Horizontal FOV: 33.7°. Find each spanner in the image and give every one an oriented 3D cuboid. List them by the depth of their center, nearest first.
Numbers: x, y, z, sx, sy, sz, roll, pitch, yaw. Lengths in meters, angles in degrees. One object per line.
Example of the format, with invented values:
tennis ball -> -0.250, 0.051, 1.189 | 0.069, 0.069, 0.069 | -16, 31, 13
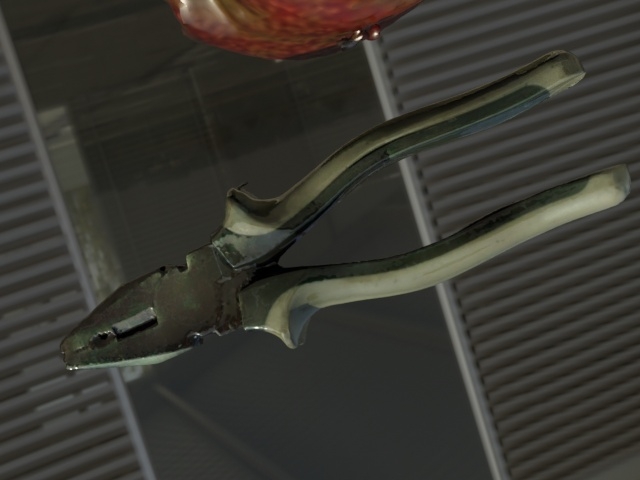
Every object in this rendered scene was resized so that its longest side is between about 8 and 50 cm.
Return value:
spanner -> 0.000, 0.000, 0.571 | 0.324, 0.096, 0.040 | -24, 176, 11

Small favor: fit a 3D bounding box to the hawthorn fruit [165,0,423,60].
hawthorn fruit -> -0.005, -0.290, 0.601 | 0.284, 0.369, 0.285 | 27, 180, 0
